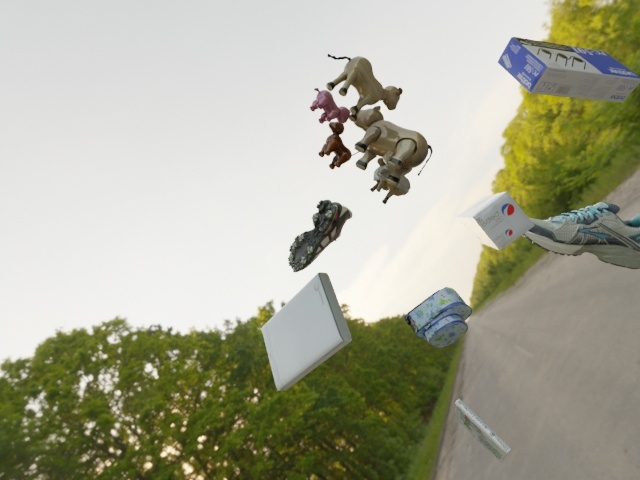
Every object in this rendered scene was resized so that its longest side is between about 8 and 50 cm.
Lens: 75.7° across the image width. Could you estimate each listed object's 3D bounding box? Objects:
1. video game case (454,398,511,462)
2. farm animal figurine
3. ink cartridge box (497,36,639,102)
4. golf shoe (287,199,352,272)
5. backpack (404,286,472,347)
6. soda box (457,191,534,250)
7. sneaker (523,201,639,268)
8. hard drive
[{"bbox_3d":[0.383,0.458,0.987,0.019,0.143,0.157,-39,-36,-12],"label":"video game case"},{"bbox_3d":[0.141,-0.284,1.039,0.172,0.327,0.330,-51,-6,-19],"label":"farm animal figurine"},{"bbox_3d":[0.401,-0.274,0.664,0.207,0.097,0.046,-3,-40,-20],"label":"ink cartridge box"},{"bbox_3d":[0.000,0.000,1.290,0.120,0.105,0.272,9,-53,-45],"label":"golf shoe"},{"bbox_3d":[0.249,0.159,0.835,0.114,0.084,0.105,-45,-44,12],"label":"backpack"},{"bbox_3d":[0.315,-0.037,0.766,0.069,0.074,0.216,-39,-5,12],"label":"soda box"},{"bbox_3d":[0.569,-0.033,0.893,0.110,0.283,0.122,-75,-5,-67],"label":"sneaker"},{"bbox_3d":[-0.059,0.294,1.306,0.047,0.232,0.353,11,-44,-39],"label":"hard drive"}]
